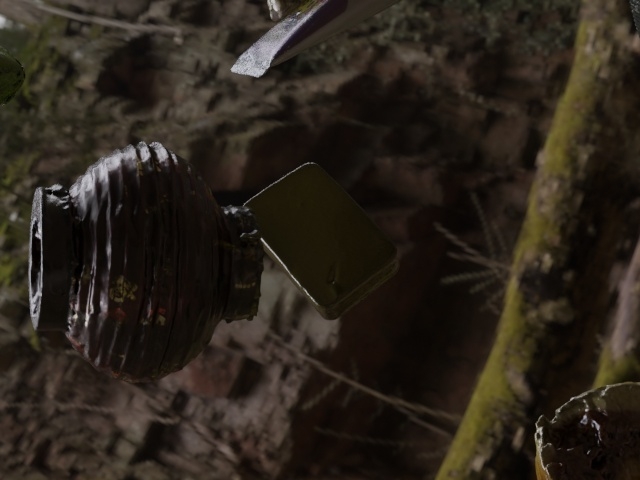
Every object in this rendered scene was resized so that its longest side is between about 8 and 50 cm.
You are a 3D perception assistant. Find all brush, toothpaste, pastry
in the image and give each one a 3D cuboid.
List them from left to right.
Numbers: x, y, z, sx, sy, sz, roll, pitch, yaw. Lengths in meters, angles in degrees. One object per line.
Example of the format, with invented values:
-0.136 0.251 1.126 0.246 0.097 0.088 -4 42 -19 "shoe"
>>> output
0.000 0.000 1.550 0.123 0.197 0.059 -36 -33 -10 "brush"
0.038 -0.259 1.305 0.299 0.114 0.073 -35 -68 -11 "toothpaste"
0.379 0.306 1.497 0.236 0.256 0.170 -16 -18 -16 "pastry"

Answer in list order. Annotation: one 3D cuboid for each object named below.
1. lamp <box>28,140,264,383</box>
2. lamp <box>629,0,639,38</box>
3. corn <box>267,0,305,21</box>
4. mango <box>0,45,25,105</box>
-0.173 0.021 1.228 0.247 0.247 0.247 -29 -50 -43 "lamp"
0.176 -0.159 0.683 0.283 0.203 0.124 -1 -65 -49 "lamp"
-0.035 -0.342 1.378 0.087 0.087 0.211 11 -118 -55 "corn"
-0.273 -0.107 0.788 0.165 0.091 0.074 8 -93 -17 "mango"
